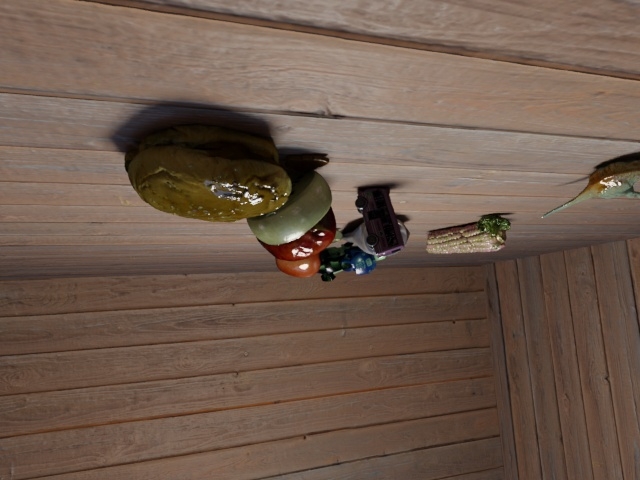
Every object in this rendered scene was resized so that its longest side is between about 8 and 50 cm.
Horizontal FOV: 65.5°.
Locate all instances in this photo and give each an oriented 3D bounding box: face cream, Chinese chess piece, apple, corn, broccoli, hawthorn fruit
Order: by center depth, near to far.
[{"bbox_3d":[-0.067,-0.074,1.047,0.189,0.083,0.188,-27,-154,14],"label":"Chinese chess piece"},{"bbox_3d":[-0.052,-0.037,1.214,0.190,0.189,0.251,0,180,-22],"label":"hawthorn fruit"},{"bbox_3d":[0.617,-0.050,1.771,0.097,0.091,0.095,22,146,-30],"label":"broccoli"},{"bbox_3d":[-0.080,0.046,1.802,0.169,0.180,0.181,-5,172,-4],"label":"apple"},{"bbox_3d":[0.201,-0.014,1.813,0.235,0.137,0.420,-5,180,-5],"label":"face cream"},{"bbox_3d":[0.574,-0.003,1.976,0.127,0.126,0.335,4,171,-42],"label":"corn"}]

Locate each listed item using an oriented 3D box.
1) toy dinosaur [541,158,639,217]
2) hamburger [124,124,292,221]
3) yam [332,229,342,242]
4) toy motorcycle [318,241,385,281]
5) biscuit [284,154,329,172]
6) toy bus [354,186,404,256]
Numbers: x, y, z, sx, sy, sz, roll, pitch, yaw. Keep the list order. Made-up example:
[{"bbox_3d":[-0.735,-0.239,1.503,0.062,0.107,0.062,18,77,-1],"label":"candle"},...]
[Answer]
[{"bbox_3d":[0.720,-0.134,1.233,0.206,0.092,0.393,2,171,-33],"label":"toy dinosaur"},{"bbox_3d":[-0.198,-0.105,0.892,0.266,0.134,0.285,1,168,-41],"label":"hamburger"},{"bbox_3d":[0.000,0.000,1.958,0.061,0.061,0.274,1,170,-29],"label":"yam"},{"bbox_3d":[0.118,0.074,1.926,0.331,0.125,0.196,-12,-166,37],"label":"toy motorcycle"},{"bbox_3d":[-0.027,-0.158,1.002,0.092,0.016,0.082,-8,166,19],"label":"biscuit"},{"bbox_3d":[0.154,-0.050,1.288,0.099,0.178,0.087,-17,170,7],"label":"toy bus"}]
